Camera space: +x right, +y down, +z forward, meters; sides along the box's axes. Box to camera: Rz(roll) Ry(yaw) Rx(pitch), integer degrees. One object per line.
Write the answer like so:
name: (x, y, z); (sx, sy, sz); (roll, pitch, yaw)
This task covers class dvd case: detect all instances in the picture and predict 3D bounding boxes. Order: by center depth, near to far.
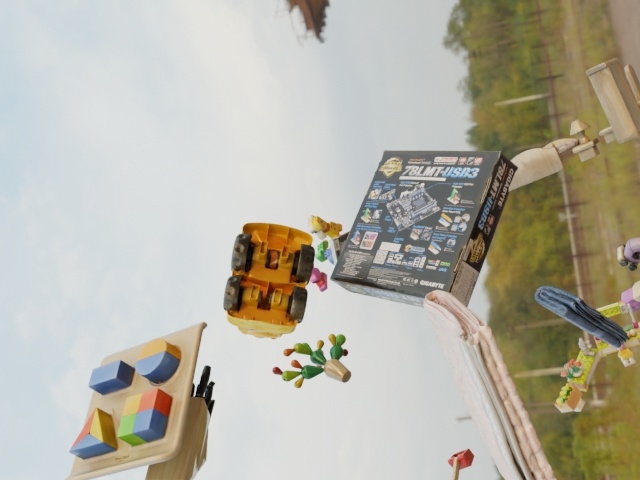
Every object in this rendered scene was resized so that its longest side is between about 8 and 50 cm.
dvd case: (0.067, 0.023, 1.879); (0.119, 0.013, 0.087); (-26, -72, -50)

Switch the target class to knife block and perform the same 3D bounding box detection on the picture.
knife block: (-0.309, 0.401, 1.880); (0.275, 0.088, 0.242); (-38, -49, -80)

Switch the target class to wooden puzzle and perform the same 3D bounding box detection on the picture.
wooden puzzle: (-0.411, 0.339, 1.805); (0.080, 0.322, 0.348); (46, -143, -34)

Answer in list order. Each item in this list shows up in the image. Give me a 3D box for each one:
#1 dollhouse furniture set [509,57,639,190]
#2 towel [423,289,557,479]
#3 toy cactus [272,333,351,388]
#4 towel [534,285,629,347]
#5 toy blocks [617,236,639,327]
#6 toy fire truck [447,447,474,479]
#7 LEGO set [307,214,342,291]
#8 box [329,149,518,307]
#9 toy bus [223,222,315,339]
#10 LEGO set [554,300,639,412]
dollhouse furniture set: (0.534, -0.257, 1.897); (0.303, 0.355, 0.174); (-26, -88, -54)
towel: (0.256, 0.248, 1.248); (0.317, 0.053, 0.332); (-111, -3, -85)
toy cactus: (0.003, 0.321, 2.143); (0.219, 0.180, 0.112); (-19, -59, -38)
towel: (0.317, 0.090, 1.012); (0.119, 0.067, 0.029); (28, -88, -32)
toy blocks: (0.939, 0.130, 2.090); (0.288, 0.260, 0.309); (24, -127, -16)
toy fire truck: (0.327, 0.577, 1.885); (0.135, 0.047, 0.192); (56, -149, -6)
LEGO set: (0.000, 0.000, 2.049); (0.093, 0.087, 0.227); (35, -144, -31)
box: (0.187, -0.027, 1.554); (0.073, 0.295, 0.293); (36, -109, -39)
toy bus: (-0.104, 0.110, 1.558); (0.211, 0.149, 0.220); (105, 174, -50)
LEGO set: (0.568, 0.219, 1.697); (0.107, 0.287, 0.132); (60, 176, -32)
